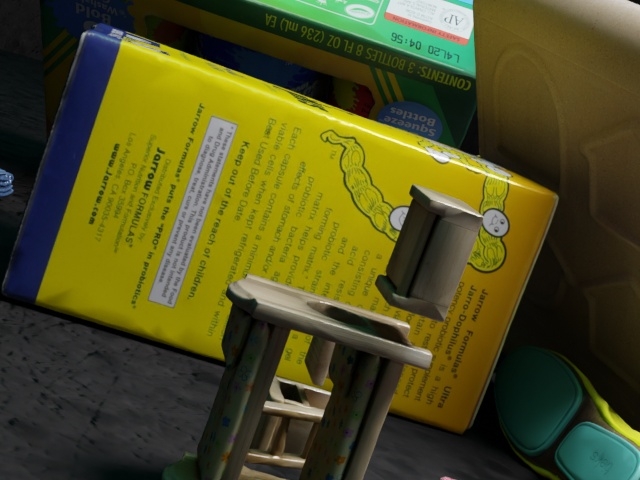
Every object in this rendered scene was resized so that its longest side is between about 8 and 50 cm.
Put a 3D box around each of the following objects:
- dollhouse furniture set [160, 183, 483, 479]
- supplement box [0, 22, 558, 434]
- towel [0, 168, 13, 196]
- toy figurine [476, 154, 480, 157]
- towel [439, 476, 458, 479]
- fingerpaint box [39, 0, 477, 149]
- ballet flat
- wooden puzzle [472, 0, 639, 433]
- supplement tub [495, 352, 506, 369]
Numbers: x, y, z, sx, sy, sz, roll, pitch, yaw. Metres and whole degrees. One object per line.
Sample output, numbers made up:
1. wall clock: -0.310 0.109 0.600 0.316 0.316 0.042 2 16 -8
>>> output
1. dollhouse furniture set: -0.011 0.041 0.639 0.101 0.182 0.161 18 9 -12
2. supplement box: -0.036 -0.017 0.914 0.356 0.195 0.194 18 8 -12
3. towel: -0.349 -0.068 1.098 0.119 0.029 0.067 23 9 14
4. toy figurine: 0.168 0.019 1.536 0.362 0.191 0.217 9 -24 -2
5. towel: 0.148 0.188 0.608 0.144 0.029 0.197 17 11 -19
6. fingerpaint box: -0.064 -0.169 1.264 0.444 0.163 0.371 19 -35 2
7. ballet flat: 0.191 0.149 0.844 0.077 0.077 0.231 39 4 -19
8. wooden puzzle: 0.227 -0.023 0.940 0.080 0.348 0.322 -12 28 -19
9. supplement tub: 0.230 0.041 1.148 0.106 0.198 0.106 21 8 -3
